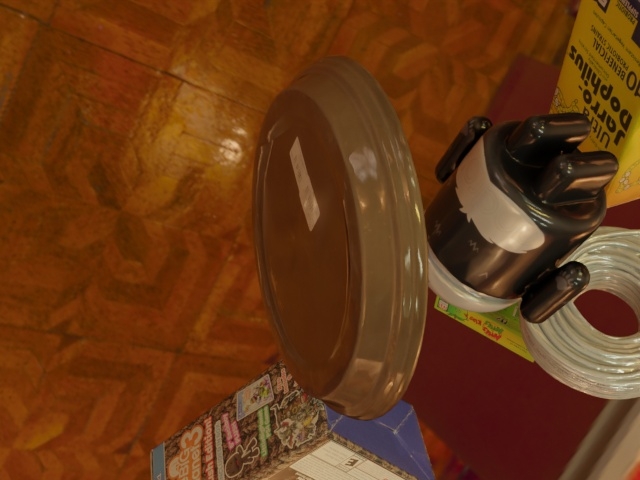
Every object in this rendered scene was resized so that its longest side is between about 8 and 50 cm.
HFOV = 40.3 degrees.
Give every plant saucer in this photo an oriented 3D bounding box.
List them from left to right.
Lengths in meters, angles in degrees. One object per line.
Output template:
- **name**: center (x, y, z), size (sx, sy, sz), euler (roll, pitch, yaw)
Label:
- **plant saucer**: center (0.000, 0.000, 0.663), size (0.041, 0.278, 0.277), euler (-5, 120, -21)

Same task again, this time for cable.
- **cable**: center (0.407, 0.096, 1.234), size (0.089, 0.257, 0.257), euler (86, 13, -59)

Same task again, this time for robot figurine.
- **robot figurine**: center (0.227, -0.031, 1.043), size (0.174, 0.209, 0.278), euler (25, 136, -9)

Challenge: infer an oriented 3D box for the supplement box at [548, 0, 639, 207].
- **supplement box**: center (0.500, -0.249, 1.319), size (0.195, 0.194, 0.356), euler (-16, 144, -12)

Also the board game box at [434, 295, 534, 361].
- **board game box**: center (0.287, 0.112, 1.410), size (0.092, 0.181, 0.043), euler (-43, 152, -38)

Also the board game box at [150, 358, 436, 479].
- **board game box**: center (-0.038, 0.303, 1.141), size (0.291, 0.141, 0.232), euler (-36, 130, 20)
